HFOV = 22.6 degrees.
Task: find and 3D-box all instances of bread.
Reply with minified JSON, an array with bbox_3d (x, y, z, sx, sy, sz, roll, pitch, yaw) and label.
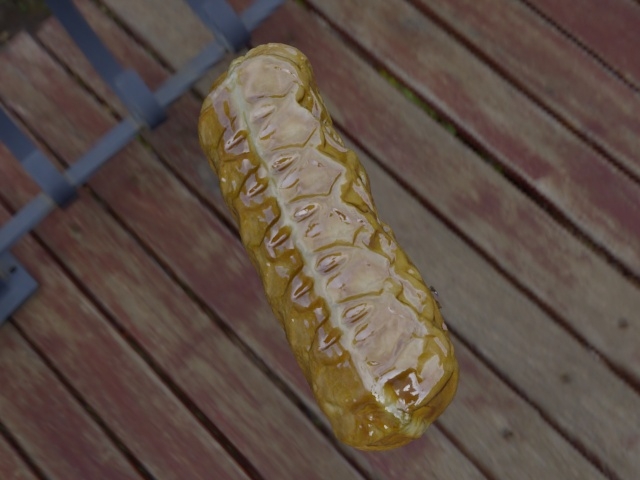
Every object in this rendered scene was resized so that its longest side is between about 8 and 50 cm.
[{"bbox_3d":[0.000,0.000,0.558,0.052,0.044,0.157,-41,60,31],"label":"bread"}]
